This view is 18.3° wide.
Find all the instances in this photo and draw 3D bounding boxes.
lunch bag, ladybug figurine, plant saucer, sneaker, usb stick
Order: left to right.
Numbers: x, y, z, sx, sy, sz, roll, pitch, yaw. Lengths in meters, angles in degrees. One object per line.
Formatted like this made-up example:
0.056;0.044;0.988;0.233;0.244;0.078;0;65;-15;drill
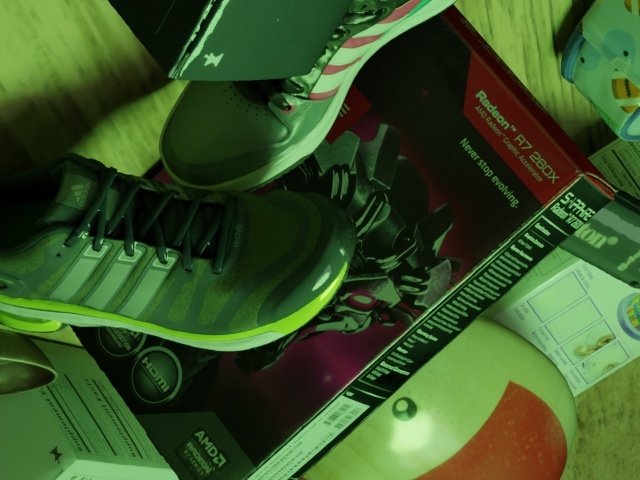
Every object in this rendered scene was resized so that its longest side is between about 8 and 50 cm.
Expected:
-0.271;0.086;1.403;0.168;0.029;0.168;-4;166;-1;plant saucer
-0.122;0.002;1.310;0.300;0.111;0.121;-3;151;21;sneaker
-0.009;-0.158;1.304;0.295;0.124;0.178;-45;158;0;sneaker
0.080;0.191;1.815;0.305;0.162;0.449;-6;154;19;ladybug figurine
0.206;-0.035;1.730;0.278;0.045;0.077;27;115;-29;usb stick
0.349;-0.214;1.686;0.243;0.115;0.303;-8;141;-49;lunch bag

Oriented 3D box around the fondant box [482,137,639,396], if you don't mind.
0.267;0.031;1.922;0.330;0.096;0.238;-32;147;6;fondant box

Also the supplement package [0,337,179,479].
-0.202;0.177;1.593;0.139;0.134;0.244;-44;154;13;supplement package

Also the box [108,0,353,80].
-0.063;-0.207;1.065;0.108;0.207;0.153;-7;140;-47;box

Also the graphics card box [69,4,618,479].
0.000;0.000;1.452;0.371;0.233;0.094;-42;158;11;graphics card box
